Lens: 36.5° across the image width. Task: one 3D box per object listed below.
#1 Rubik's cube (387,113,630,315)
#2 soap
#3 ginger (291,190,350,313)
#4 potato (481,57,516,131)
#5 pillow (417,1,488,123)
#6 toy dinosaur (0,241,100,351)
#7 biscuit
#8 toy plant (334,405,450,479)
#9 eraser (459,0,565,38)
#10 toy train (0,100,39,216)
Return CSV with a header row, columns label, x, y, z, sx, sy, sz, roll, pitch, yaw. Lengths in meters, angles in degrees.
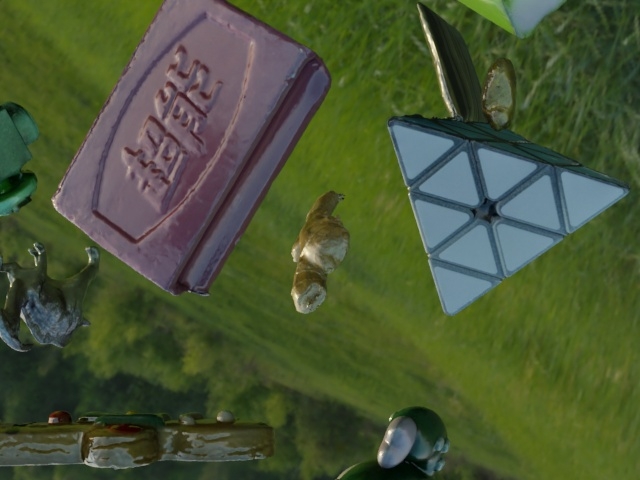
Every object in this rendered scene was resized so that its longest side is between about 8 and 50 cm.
label,x,y,z,sx,sy,sz,roll,pitch,yaw
Rubik's cube,0.225,-0.073,1.301,0.233,0.229,0.228,60,167,15
soap,-0.165,-0.135,1.285,0.233,0.359,0.128,33,-173,21
ginger,0.000,0.000,1.853,0.081,0.333,0.148,24,120,-15
potato,0.221,-0.181,1.208,0.046,0.045,0.092,11,108,45
pillow,0.228,-0.279,1.627,0.052,0.208,0.212,-22,169,23
toy dinosaur,-0.425,0.086,1.503,0.077,0.162,0.294,-6,176,24
biscuit,-0.191,0.177,0.881,0.302,0.049,0.197,0,175,-3
toy plant,0.064,0.290,1.017,0.112,0.232,0.243,24,156,25
eraser,0.190,-0.376,1.098,0.274,0.210,0.092,45,-175,31
toy train,-0.262,-0.002,0.506,0.119,0.251,0.085,8,130,43
